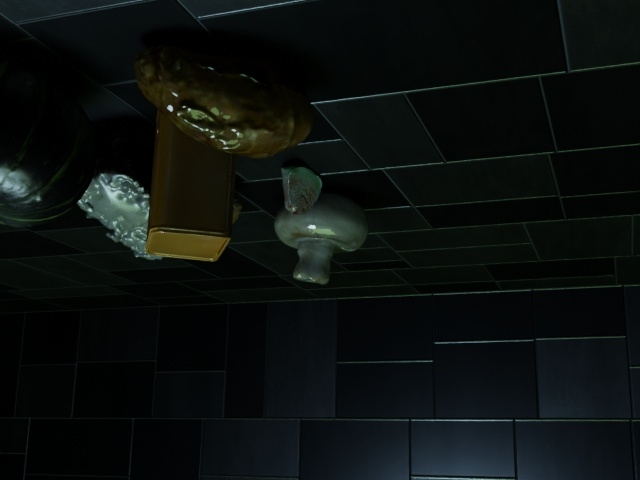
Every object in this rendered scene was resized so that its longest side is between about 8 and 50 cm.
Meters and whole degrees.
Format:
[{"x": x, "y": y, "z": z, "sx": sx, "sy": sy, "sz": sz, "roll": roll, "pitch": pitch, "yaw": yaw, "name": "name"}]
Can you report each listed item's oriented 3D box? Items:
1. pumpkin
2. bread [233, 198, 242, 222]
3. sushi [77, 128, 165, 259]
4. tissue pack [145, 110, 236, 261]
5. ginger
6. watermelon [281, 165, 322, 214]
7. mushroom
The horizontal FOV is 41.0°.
[{"x": -0.546, "y": -0.161, "z": 1.446, "sx": 0.324, "sy": 0.241, "sz": 0.323, "roll": 5, "pitch": 153, "yaw": 3, "name": "pumpkin"}, {"x": -0.323, "y": -0.073, "z": 2.016, "sx": 0.274, "sy": 0.149, "sz": 0.274, "roll": 7, "pitch": 163, "yaw": 2, "name": "bread"}, {"x": -0.370, "y": -0.099, "z": 1.744, "sx": 0.197, "sy": 0.181, "sz": 0.343, "roll": -23, "pitch": 134, "yaw": 24, "name": "sushi"}, {"x": -0.236, "y": -0.118, "z": 1.567, "sx": 0.146, "sy": 0.274, "sz": 0.194, "roll": 5, "pitch": 164, "yaw": -16, "name": "tissue pack"}, {"x": -0.141, "y": -0.224, "z": 1.385, "sx": 0.321, "sy": 0.172, "sz": 0.165, "roll": 16, "pitch": 120, "yaw": -36, "name": "ginger"}, {"x": -0.055, "y": -0.122, "z": 1.934, "sx": 0.081, "sy": 0.094, "sz": 0.180, "roll": -1, "pitch": 151, "yaw": 19, "name": "watermelon"}, {"x": 0.000, "y": 0.000, "z": 2.118, "sx": 0.244, "sy": 0.243, "sz": 0.243, "roll": 1, "pitch": 166, "yaw": 0, "name": "mushroom"}]
